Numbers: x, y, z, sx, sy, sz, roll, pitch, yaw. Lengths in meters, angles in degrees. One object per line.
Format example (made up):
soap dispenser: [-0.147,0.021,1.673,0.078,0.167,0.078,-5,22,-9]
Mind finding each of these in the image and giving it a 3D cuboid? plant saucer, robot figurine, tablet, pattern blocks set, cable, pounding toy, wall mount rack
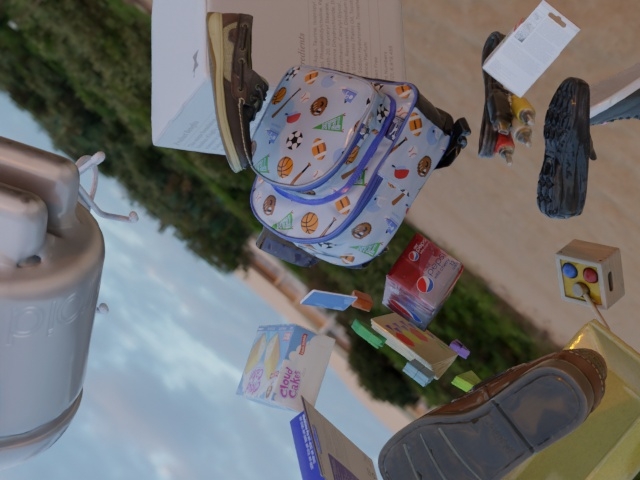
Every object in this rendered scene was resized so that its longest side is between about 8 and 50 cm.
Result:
plant saucer: [0.357,0.296,1.599,0.081,0.333,0.333,37,-174,-10]
robot figurine: [-0.317,0.077,1.066,0.199,0.354,0.300,20,-147,6]
tablet: [0.014,0.098,1.860,0.083,0.054,0.006,10,-121,-25]
pattern blocks set: [0.168,0.182,2.003,0.285,0.026,0.325,39,-165,26]
cable: [0.327,-0.249,2.012,0.072,0.139,0.287,16,-138,-12]
pounding toy: [0.550,0.090,2.285,0.130,0.100,0.141,14,126,45]
wall mount rack: [-0.447,-0.013,2.087,0.130,0.350,0.304,10,160,12]

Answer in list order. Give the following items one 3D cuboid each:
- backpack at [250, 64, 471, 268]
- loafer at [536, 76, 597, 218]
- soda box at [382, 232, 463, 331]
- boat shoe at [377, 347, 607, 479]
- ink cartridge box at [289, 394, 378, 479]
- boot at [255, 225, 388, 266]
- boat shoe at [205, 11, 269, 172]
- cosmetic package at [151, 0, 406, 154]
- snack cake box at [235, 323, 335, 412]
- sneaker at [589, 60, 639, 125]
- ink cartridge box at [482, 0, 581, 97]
backpack: [0.027,-0.105,1.573,0.213,0.263,0.276,22,179,-40]
loafer: [0.390,-0.142,1.747,0.078,0.223,0.076,-2,-163,-21]
soda box: [0.158,0.070,1.773,0.092,0.083,0.263,35,170,8]
boat shoe: [0.203,0.218,1.303,0.104,0.307,0.111,-27,-93,-54]
ink cartridge box: [0.026,0.420,2.037,0.333,0.065,0.165,52,-162,-49]
boot: [0.000,0.000,1.820,0.219,0.106,0.082,26,-168,-22]
boat shoe: [-0.104,-0.201,1.470,0.080,0.073,0.224,81,179,-73]
cosmetic package: [-0.086,-0.356,2.120,0.393,0.328,0.329,6,162,-24]
snack cake box: [-0.071,0.248,2.177,0.089,0.152,0.264,23,168,-15]
sneaker: [0.579,-0.237,2.066,0.147,0.295,0.104,59,-174,-23]
ink cartridge box: [0.261,-0.240,1.390,0.063,0.115,0.029,37,-151,-6]
